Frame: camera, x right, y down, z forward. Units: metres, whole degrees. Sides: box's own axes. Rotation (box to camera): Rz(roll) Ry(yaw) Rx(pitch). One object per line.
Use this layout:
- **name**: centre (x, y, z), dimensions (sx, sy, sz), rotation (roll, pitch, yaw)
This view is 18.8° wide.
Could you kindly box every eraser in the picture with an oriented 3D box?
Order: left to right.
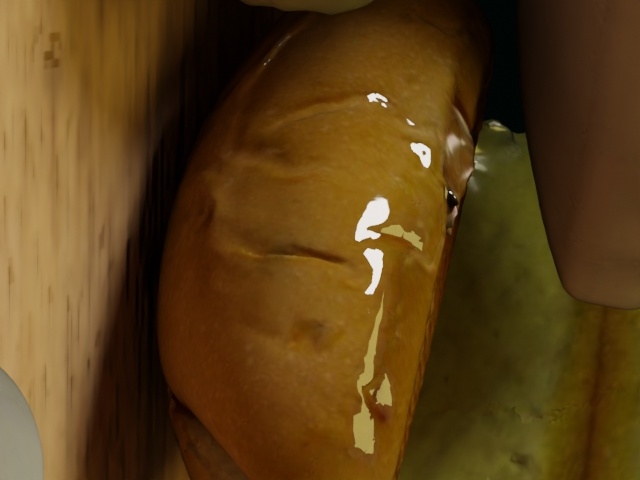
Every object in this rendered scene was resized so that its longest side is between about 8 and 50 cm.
- **eraser**: centre (0.083, -0.098, 0.526), dimensions (0.204, 0.059, 0.243), rotation (-65, 162, -70)

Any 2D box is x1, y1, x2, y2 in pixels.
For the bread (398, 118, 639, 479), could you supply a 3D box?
- **bread**: centre (0.083, 0.138, 0.560), dimensions (0.245, 0.233, 0.361), rotation (-27, 116, -68)

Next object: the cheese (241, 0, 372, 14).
- **cheese**: centre (0.021, -0.164, 0.515), dimensions (0.286, 0.082, 0.163), rotation (-49, 142, -64)

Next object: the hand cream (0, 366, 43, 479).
- **hand cream**: centre (-0.095, 0.019, 0.253), dimensions (0.186, 0.054, 0.087), rotation (42, 59, -61)

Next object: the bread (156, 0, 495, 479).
- **bread**: centre (0.000, 0.000, 0.502), dimensions (0.114, 0.077, 0.189), rotation (106, 4, -46)

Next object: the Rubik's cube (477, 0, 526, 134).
- **Rubik's cube**: centre (0.203, -0.094, 0.745), dimensions (0.248, 0.246, 0.250), rotation (-44, 139, -35)
